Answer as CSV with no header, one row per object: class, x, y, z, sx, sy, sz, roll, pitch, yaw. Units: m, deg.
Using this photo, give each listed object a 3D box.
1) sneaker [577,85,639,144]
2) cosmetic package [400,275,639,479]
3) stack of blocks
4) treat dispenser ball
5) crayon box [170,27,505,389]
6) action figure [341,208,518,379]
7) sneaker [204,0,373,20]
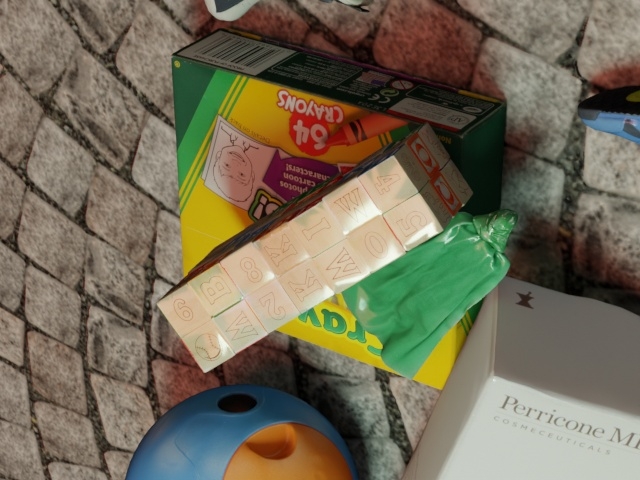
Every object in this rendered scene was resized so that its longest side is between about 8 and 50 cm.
sneaker,0.336,-0.096,1.483,0.209,0.069,0.082,8,123,35
cosmetic package,0.214,0.273,1.677,0.230,0.161,0.453,16,129,-3
stack of blocks,0.000,0.000,1.581,0.297,0.171,0.087,-31,97,25
treat dispenser ball,-0.094,0.316,1.909,0.288,0.288,0.288,19,125,29
crayon box,0.014,-0.037,1.742,0.363,0.106,0.313,18,125,28
action figure,0.120,0.033,1.594,0.137,0.063,0.232,49,135,0
sneaker,-0.019,-0.269,1.641,0.235,0.094,0.153,-44,76,34
